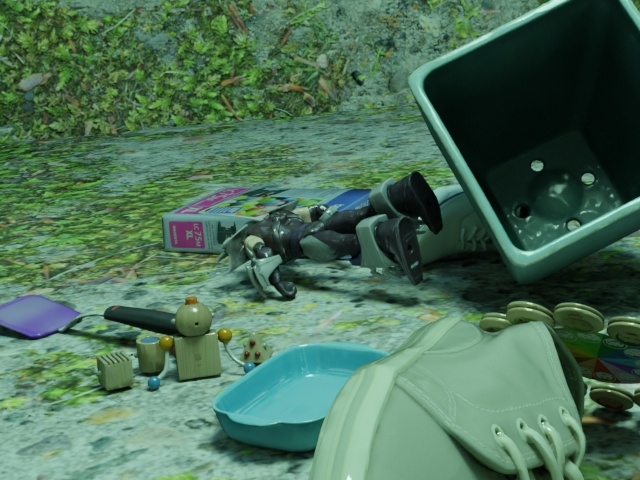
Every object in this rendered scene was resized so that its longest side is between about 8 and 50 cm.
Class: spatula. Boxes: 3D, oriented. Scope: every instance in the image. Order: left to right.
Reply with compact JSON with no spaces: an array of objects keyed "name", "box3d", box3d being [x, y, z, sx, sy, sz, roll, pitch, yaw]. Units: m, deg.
[{"name":"spatula","box3d":[-0.243,0.085,1.169,0.296,0.030,0.084,0,15,35]}]

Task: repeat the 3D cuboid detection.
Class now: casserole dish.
[{"name":"casserole dish","box3d":[-0.012,0.134,0.926,0.114,0.037,0.188,4,18,28]}]

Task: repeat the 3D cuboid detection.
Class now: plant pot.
[{"name":"plant pot","box3d":[0.268,-0.090,1.210,0.247,0.248,0.252,-27,-20,0]}]

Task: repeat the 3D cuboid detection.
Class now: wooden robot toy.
[{"name":"wooden robot toy","box3d":[-0.131,0.091,1.043,0.173,0.079,0.076,-7,15,-11]}]

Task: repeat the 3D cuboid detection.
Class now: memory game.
[{"name":"memory game","box3d":[0.210,0.093,0.826,0.186,0.012,0.186,17,-23,7]}]

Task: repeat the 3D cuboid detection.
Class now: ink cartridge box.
[{"name":"ink cartridge box","box3d":[-0.043,-0.029,1.513,0.311,0.065,0.186,4,17,24]}]

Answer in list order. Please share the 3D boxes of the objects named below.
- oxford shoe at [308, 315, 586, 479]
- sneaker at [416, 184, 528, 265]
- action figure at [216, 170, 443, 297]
[{"name":"oxford shoe","box3d":[0.089,0.142,0.635,0.130,0.169,0.449,2,11,17]},{"name":"sneaker","box3d":[0.201,-0.023,1.359,0.258,0.094,0.091,-25,43,-34]},{"name":"action figure","box3d":[0.000,0.000,1.279,0.285,0.099,0.185,-7,29,39]}]
